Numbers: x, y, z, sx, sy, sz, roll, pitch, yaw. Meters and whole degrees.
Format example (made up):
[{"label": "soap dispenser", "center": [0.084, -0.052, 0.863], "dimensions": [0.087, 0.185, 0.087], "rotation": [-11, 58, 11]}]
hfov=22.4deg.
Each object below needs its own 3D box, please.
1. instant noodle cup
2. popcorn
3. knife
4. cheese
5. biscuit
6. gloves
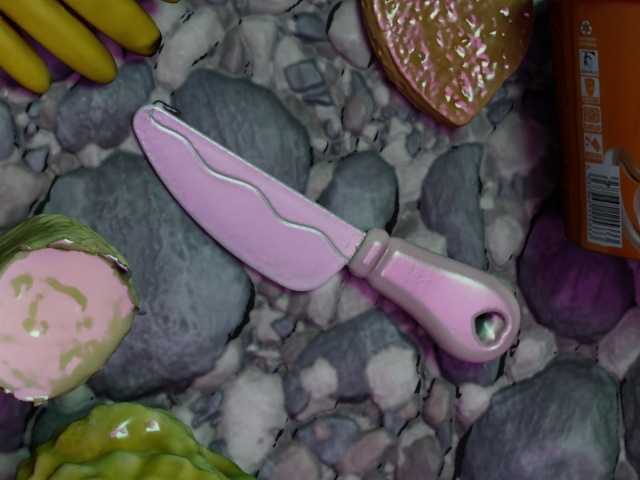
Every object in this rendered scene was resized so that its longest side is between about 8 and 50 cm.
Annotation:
[{"label": "instant noodle cup", "center": [0.279, -0.093, 1.191], "dimensions": [0.250, 0.250, 0.192], "rotation": [-2, 102, -17]}, {"label": "popcorn", "center": [-0.110, 0.254, 1.121], "dimensions": [0.286, 0.174, 0.225], "rotation": [40, 96, -26]}, {"label": "knife", "center": [-0.001, 0.003, 1.213], "dimensions": [0.336, 0.043, 0.081], "rotation": [28, 91, -11]}, {"label": "cheese", "center": [-0.190, 0.040, 1.078], "dimensions": [0.094, 0.167, 0.123], "rotation": [44, 83, -17]}, {"label": "biscuit", "center": [0.098, -0.196, 1.227], "dimensions": [0.142, 0.029, 0.221], "rotation": [-1, 94, -19]}, {"label": "gloves", "center": [-0.223, -0.219, 1.102], "dimensions": [0.133, 0.116, 0.294], "rotation": [-39, 115, 16]}]
